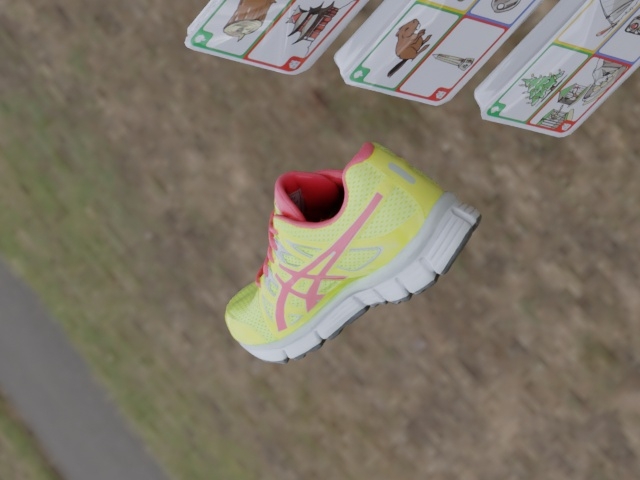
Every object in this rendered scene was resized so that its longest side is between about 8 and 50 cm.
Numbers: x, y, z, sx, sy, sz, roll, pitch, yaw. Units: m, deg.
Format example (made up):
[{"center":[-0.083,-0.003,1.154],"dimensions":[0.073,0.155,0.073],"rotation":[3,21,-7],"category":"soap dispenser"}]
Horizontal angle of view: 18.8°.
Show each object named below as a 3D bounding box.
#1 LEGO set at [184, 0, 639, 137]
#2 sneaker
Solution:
[{"center":[0.086,-0.138,0.565],"dimensions":[0.244,0.182,0.060],"rotation":[-47,54,31],"category":"LEGO set"},{"center":[0.000,0.000,1.132],"dimensions":[0.094,0.081,0.208],"rotation":[43,137,-13],"category":"sneaker"}]
